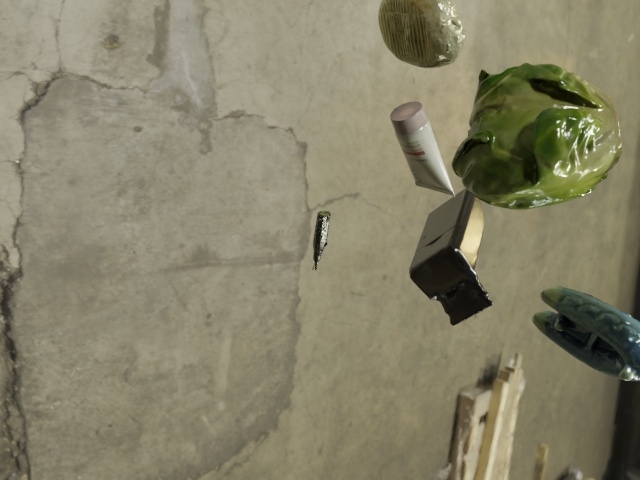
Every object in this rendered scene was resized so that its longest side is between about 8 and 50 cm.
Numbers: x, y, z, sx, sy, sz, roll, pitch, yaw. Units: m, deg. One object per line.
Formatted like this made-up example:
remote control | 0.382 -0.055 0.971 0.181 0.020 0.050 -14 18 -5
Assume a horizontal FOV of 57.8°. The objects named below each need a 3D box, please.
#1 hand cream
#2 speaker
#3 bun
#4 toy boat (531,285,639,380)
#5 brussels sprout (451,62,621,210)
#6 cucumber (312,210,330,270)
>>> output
hand cream | 0.245 -0.216 1.426 0.083 0.133 0.248 -40 124 -17
speaker | 0.394 0.034 1.658 0.184 0.180 0.388 43 40 -11
bun | 0.196 -0.406 1.088 0.111 0.188 0.164 -29 123 -21
toy boat | 0.709 0.261 1.518 0.123 0.330 0.215 -43 150 -28
brussels sprout | 0.380 -0.185 1.033 0.227 0.294 0.260 74 14 -59
cucumber | 0.000 0.000 1.472 0.043 0.039 0.163 -69 168 -56
